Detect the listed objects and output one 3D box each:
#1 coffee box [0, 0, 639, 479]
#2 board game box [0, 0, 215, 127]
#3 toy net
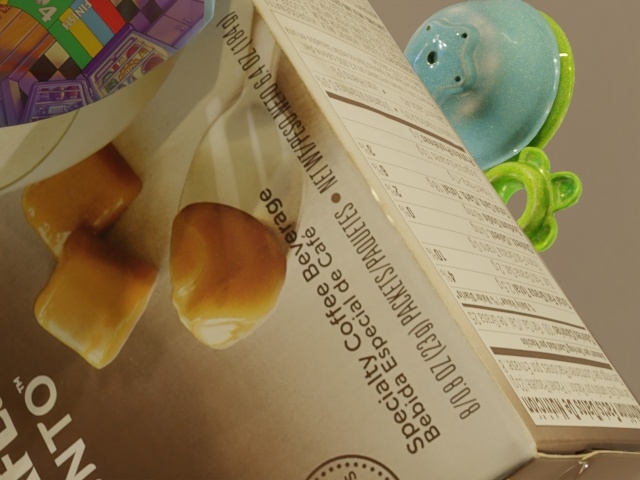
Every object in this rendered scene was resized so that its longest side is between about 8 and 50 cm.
[{"bbox_3d":[-0.042,-0.007,0.414,0.141,0.098,0.246,-39,-113,19],"label":"coffee box"},{"bbox_3d":[-0.088,-0.106,0.327,0.133,0.033,0.169,4,-80,2],"label":"board game box"},{"bbox_3d":[0.000,0.000,0.598,0.232,0.122,0.045,-31,-30,30],"label":"toy net"}]
